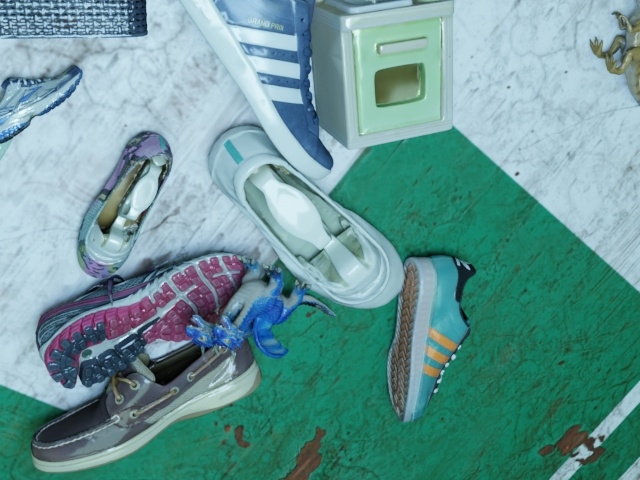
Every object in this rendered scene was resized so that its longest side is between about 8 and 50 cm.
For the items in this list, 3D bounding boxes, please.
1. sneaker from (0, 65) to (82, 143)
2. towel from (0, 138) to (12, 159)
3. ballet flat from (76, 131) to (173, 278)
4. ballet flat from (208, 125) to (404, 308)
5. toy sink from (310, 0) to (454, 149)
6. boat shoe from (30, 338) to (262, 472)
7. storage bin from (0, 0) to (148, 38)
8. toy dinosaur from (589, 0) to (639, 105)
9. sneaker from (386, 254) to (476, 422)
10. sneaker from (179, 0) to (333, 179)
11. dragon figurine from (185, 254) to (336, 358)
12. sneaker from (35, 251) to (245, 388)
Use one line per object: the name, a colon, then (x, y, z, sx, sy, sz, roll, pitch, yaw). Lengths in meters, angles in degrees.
sneaker: (-0.345, -0.173, 0.868, 0.135, 0.052, 0.058, -39, 105, -13)
towel: (-0.565, -0.092, 0.832, 0.325, 0.038, 0.247, 30, 101, -30)
ballet flat: (-0.255, -0.035, 0.955, 0.077, 0.079, 0.221, 23, 105, -30)
ballet flat: (0.000, 0.000, 1.041, 0.139, 0.139, 0.400, -44, 122, 4)
toy sink: (0.077, -0.254, 0.943, 0.153, 0.131, 0.234, -13, 118, -16)
boat shoe: (-0.257, 0.213, 1.062, 0.342, 0.123, 0.123, -20, 112, -15)
storage bin: (-0.285, -0.272, 0.799, 0.180, 0.122, 0.084, -7, 117, -18)
toy dinosaur: (0.476, -0.281, 1.124, 0.112, 0.064, 0.211, -16, 120, -15)
sneaker: (0.187, 0.167, 1.209, 0.121, 0.108, 0.302, -1, 114, -16)
sneaker: (-0.045, -0.235, 0.905, 0.148, 0.131, 0.350, -33, 122, 2)
dragon figurine: (-0.082, 0.112, 1.041, 0.289, 0.085, 0.144, 37, 72, -62)
sneaker: (-0.241, 0.082, 1.009, 0.299, 0.112, 0.120, -22, 127, -25)
